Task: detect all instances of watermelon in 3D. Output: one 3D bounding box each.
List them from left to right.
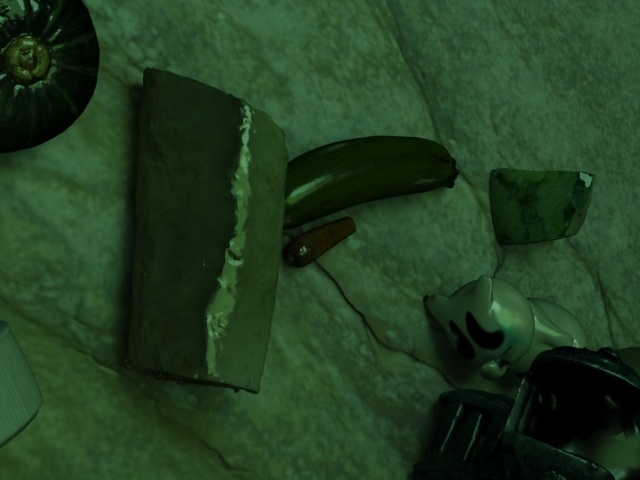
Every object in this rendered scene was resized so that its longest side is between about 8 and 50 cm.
[{"bbox_3d":[0.267,-0.040,1.268,0.158,0.121,0.098,-22,117,-79],"label":"watermelon"}]

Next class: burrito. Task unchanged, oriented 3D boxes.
[{"bbox_3d":[-0.105,-0.013,0.952,0.143,0.105,0.299,2,80,4],"label":"burrito"}]

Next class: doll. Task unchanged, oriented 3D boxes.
[{"bbox_3d":[0.217,0.106,1.166,0.180,0.110,0.107,21,51,-34],"label":"doll"}]

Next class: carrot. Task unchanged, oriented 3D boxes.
[{"bbox_3d":[0.000,0.000,1.081,0.093,0.032,0.032,-29,99,-38],"label":"carrot"}]

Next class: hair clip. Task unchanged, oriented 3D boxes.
[{"bbox_3d":[0.235,0.225,1.032,0.206,0.310,0.195,27,67,-7],"label":"hair clip"}]

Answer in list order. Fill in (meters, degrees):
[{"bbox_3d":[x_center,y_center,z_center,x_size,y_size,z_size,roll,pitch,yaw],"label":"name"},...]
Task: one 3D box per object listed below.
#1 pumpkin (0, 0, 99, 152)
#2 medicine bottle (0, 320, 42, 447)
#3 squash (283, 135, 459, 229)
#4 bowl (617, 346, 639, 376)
[{"bbox_3d":[-0.265,-0.158,0.862,0.167,0.125,0.167,-7,108,-24],"label":"pumpkin"},{"bbox_3d":[-0.352,0.017,0.732,0.190,0.190,0.332,-31,100,-34],"label":"medicine bottle"},{"bbox_3d":[0.039,-0.069,1.095,0.318,0.080,0.071,-16,56,-37],"label":"squash"},{"bbox_3d":[0.467,0.302,1.262,0.353,0.185,0.354,6,79,-34],"label":"bowl"}]
